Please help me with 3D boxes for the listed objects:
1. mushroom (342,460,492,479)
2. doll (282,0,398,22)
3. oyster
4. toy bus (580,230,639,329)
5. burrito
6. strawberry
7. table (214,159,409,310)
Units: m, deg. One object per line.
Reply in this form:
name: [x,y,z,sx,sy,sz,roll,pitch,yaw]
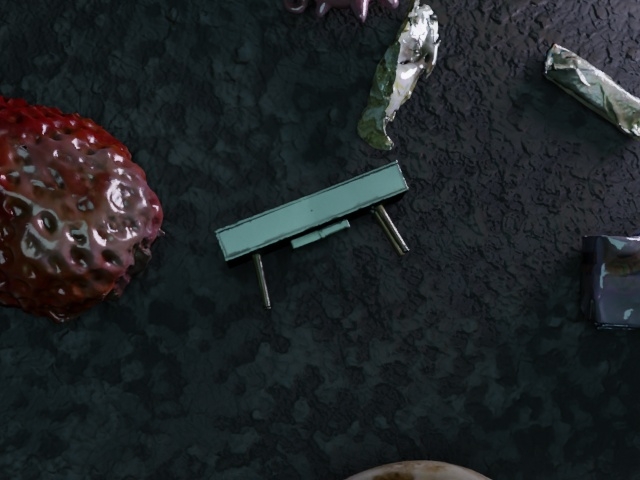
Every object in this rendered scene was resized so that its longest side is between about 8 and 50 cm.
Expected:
mushroom: [0.117,0.440,1.667,0.362,0.294,0.362,0,84,-3]
doll: [0.046,-0.390,1.838,0.262,0.093,0.211,-40,84,-2]
oyster: [0.096,-0.225,1.839,0.061,0.106,0.200,15,65,38]
toy bus: [0.491,0.055,1.807,0.317,0.112,0.138,5,89,0]
burrito: [0.360,-0.192,1.857,0.171,0.042,0.051,36,84,-2]
strawberry: [-0.349,-0.061,1.727,0.336,0.149,0.265,39,70,-14]
table: [0.000,0.000,1.790,0.240,0.121,0.111,-22,86,-3]
